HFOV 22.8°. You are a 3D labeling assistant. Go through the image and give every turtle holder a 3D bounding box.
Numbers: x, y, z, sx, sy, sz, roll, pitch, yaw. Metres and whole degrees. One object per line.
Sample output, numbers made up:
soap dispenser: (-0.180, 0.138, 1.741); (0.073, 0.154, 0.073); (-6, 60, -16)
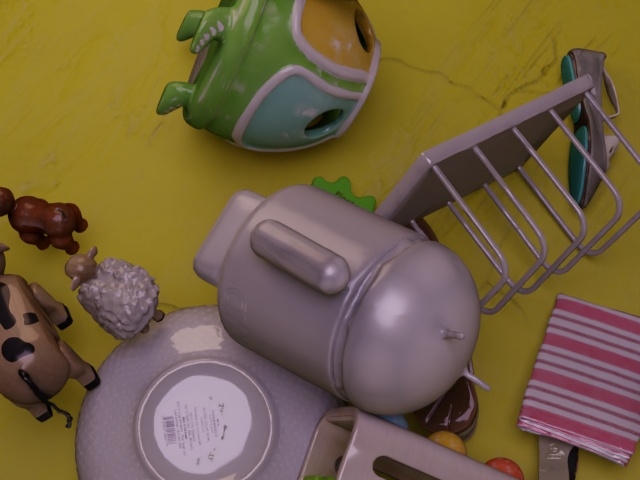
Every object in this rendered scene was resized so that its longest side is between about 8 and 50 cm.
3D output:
turtle holder: (-0.040, -0.255, 1.935); (0.227, 0.243, 0.320); (22, 112, -12)

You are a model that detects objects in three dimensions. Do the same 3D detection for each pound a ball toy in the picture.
pound a ball toy: (0.162, 0.284, 1.761); (0.319, 0.208, 0.135); (25, 74, -17)

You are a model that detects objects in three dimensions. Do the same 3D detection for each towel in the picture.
towel: (0.328, 0.164, 1.912); (0.144, 0.029, 0.197); (19, 59, 6)

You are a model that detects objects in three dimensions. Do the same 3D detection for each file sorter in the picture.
file sorter: (0.224, -0.035, 1.854); (0.278, 0.193, 0.173); (-26, 74, -34)

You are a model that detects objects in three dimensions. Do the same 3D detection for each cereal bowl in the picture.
cereal bowl: (-0.128, 0.232, 1.861); (0.339, 0.141, 0.338); (0, 73, 1)

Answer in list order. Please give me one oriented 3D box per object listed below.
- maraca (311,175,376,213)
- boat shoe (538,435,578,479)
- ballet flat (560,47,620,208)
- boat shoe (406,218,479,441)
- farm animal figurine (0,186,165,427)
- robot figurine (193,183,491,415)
maraca: (0.000, 0.000, 1.952); (0.127, 0.099, 0.185); (38, 63, -2)
boat shoe: (0.284, 0.255, 1.894); (0.049, 0.042, 0.133); (5, 60, 13)
ballet flat: (0.347, -0.143, 2.001); (0.068, 0.072, 0.213); (1, 73, -9)
boat shoe: (0.126, 0.107, 1.928); (0.105, 0.089, 0.285); (-15, 69, 11)
farm animal figurine: (-0.392, 0.084, 1.846); (0.330, 0.172, 0.327); (-47, 58, -5)
robot figurine: (0.029, 0.065, 1.748); (0.353, 0.300, 0.199); (25, 83, 32)
